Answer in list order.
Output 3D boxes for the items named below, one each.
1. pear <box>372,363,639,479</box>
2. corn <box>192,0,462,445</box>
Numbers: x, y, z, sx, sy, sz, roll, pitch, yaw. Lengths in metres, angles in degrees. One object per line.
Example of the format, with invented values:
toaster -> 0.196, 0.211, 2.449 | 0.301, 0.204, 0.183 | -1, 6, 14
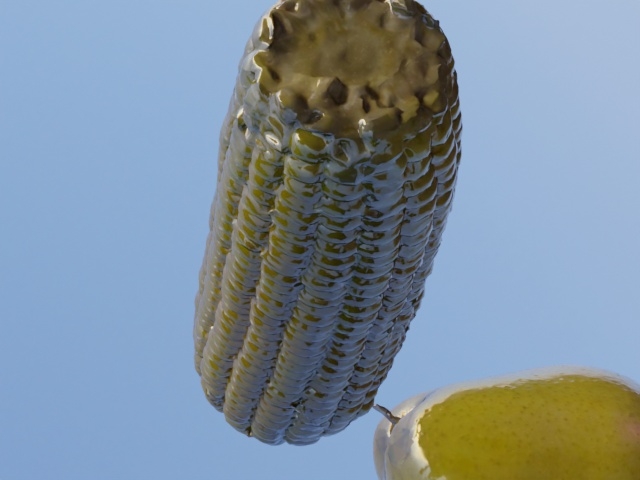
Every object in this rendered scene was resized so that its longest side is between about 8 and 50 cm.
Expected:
pear -> 0.212, 0.228, 1.322 | 0.336, 0.285, 0.285 | 49, -153, -33
corn -> 0.000, 0.000, 0.767 | 0.131, 0.344, 0.131 | 4, -120, -7
